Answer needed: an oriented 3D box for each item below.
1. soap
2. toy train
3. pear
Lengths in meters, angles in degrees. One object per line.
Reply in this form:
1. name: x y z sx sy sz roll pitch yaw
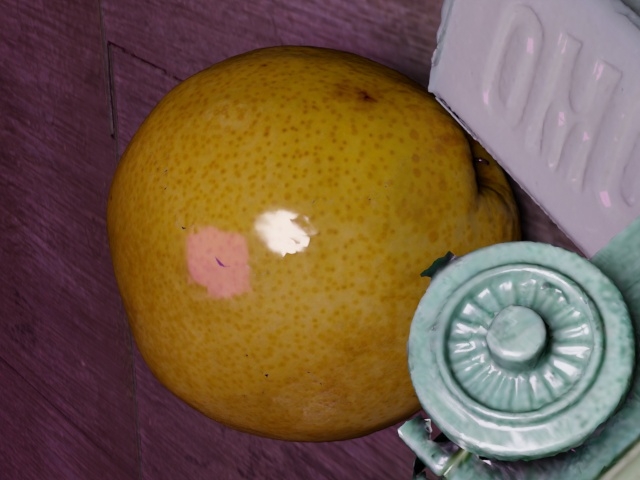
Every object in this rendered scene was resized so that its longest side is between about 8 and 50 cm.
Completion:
1. soap: 0.130 -0.057 0.778 0.198 0.063 0.114 50 141 39
2. toy train: 0.163 0.031 0.564 0.189 0.307 0.126 46 172 18
3. pear: 0.000 0.000 0.908 0.209 0.209 0.208 35 132 51
